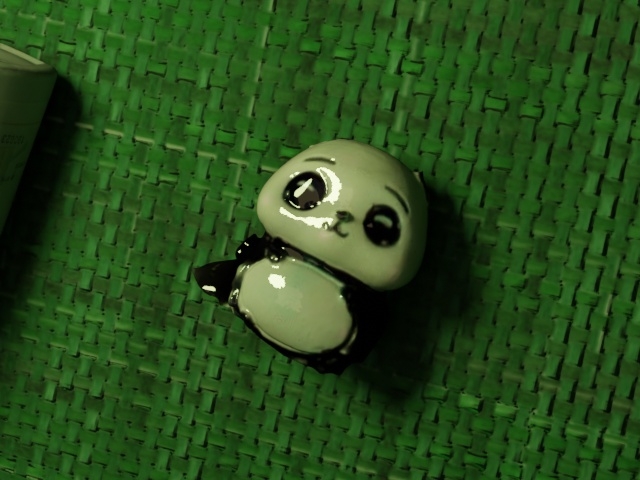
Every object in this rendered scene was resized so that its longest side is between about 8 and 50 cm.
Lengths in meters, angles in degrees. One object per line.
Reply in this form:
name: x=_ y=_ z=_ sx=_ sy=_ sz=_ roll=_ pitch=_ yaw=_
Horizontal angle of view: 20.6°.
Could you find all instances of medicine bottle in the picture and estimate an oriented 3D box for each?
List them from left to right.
medicine bottle: x=-0.341 y=-0.033 z=1.568 sx=0.111 sy=0.161 sz=0.296 roll=24 pitch=102 yaw=19

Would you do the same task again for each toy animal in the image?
toy animal: x=0.000 y=0.000 z=1.453 sx=0.166 sy=0.138 sz=0.179 roll=29 pitch=108 yaw=0
